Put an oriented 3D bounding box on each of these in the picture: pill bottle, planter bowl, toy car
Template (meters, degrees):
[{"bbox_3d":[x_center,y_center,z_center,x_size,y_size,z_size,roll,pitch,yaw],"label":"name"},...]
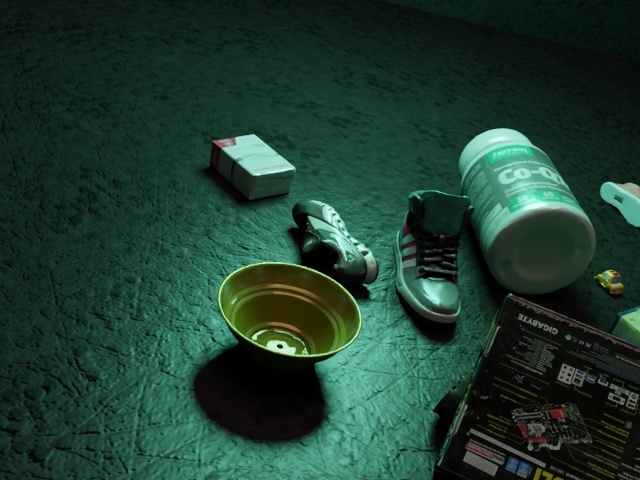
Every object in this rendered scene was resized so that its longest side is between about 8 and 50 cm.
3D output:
[{"bbox_3d":[0.398,-0.073,1.531,0.204,0.204,0.361,9,32,-10],"label":"pill bottle"},{"bbox_3d":[-0.054,0.131,1.131,0.217,0.090,0.217,11,33,-7],"label":"planter bowl"},{"bbox_3d":[0.550,0.075,1.520,0.122,0.040,0.060,8,33,-13],"label":"toy car"}]

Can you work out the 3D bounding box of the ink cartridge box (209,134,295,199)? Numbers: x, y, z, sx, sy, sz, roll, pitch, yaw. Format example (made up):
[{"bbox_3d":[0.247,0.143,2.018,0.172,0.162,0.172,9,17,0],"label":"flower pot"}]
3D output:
[{"bbox_3d":[-0.140,-0.151,1.555,0.109,0.063,0.150,-15,43,-39],"label":"ink cartridge box"}]

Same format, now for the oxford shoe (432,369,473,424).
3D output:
[{"bbox_3d":[0.263,0.227,1.142,0.096,0.082,0.227,42,45,17],"label":"oxford shoe"}]

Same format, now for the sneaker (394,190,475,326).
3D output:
[{"bbox_3d":[0.212,0.003,1.357,0.124,0.178,0.295,9,33,-11],"label":"sneaker"}]

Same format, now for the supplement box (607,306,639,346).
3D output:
[{"bbox_3d":[0.582,0.170,1.371,0.083,0.056,0.083,-10,40,-34],"label":"supplement box"}]

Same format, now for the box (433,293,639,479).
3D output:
[{"bbox_3d":[0.347,0.250,1.000,0.322,0.079,0.257,22,74,11],"label":"box"}]

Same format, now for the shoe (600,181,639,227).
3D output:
[{"bbox_3d":[0.769,-0.091,1.846,0.081,0.063,0.178,-4,32,-19],"label":"shoe"}]

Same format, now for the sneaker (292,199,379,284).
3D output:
[{"bbox_3d":[0.000,0.000,1.367,0.106,0.078,0.234,-9,41,-37],"label":"sneaker"}]
